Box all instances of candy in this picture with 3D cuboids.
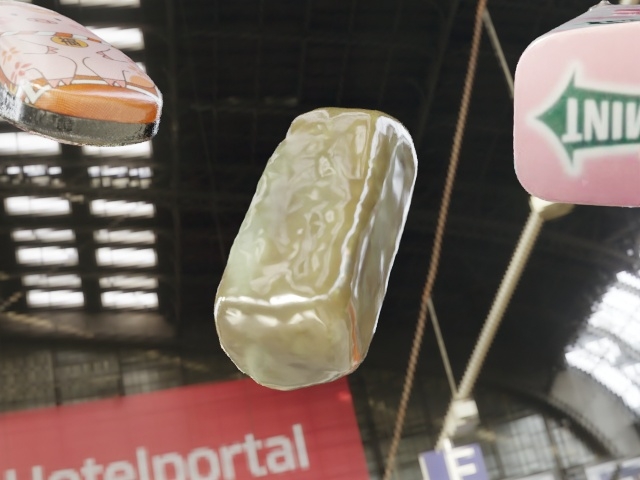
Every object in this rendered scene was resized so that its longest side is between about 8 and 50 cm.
[{"bbox_3d":[0.000,0.000,0.884,0.104,0.234,0.102,2,-39,19],"label":"candy"}]

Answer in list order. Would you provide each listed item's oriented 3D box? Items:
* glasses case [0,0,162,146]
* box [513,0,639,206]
[{"bbox_3d":[-0.202,-0.126,0.857,0.103,0.267,0.067,4,-70,-36],"label":"glasses case"},{"bbox_3d":[0.250,-0.107,0.808,0.190,0.112,0.370,4,15,16],"label":"box"}]
